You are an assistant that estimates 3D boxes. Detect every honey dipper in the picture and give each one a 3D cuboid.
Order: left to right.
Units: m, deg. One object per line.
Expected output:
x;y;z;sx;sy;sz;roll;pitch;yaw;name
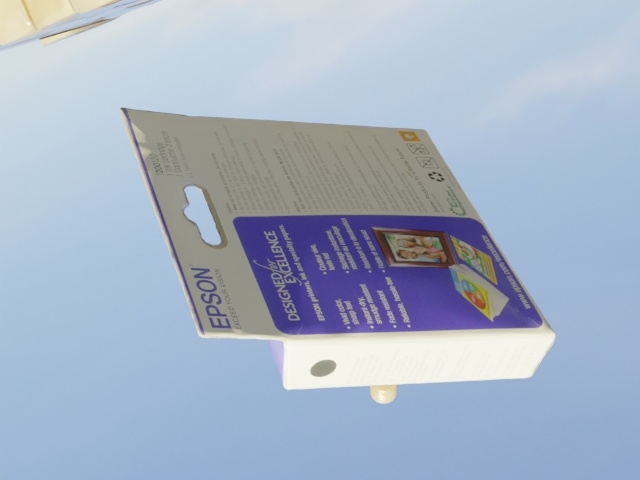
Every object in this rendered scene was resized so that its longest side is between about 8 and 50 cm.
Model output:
0.066;0.131;1.357;0.030;0.030;0.161;-32;158;-12;honey dipper

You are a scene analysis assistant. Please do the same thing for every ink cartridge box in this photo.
0.000;0.000;0.753;0.208;0.045;0.206;2;-142;-24;ink cartridge box

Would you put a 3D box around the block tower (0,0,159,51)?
0.007;-0.130;0.325;0.335;0.091;0.097;-14;-169;39;block tower
